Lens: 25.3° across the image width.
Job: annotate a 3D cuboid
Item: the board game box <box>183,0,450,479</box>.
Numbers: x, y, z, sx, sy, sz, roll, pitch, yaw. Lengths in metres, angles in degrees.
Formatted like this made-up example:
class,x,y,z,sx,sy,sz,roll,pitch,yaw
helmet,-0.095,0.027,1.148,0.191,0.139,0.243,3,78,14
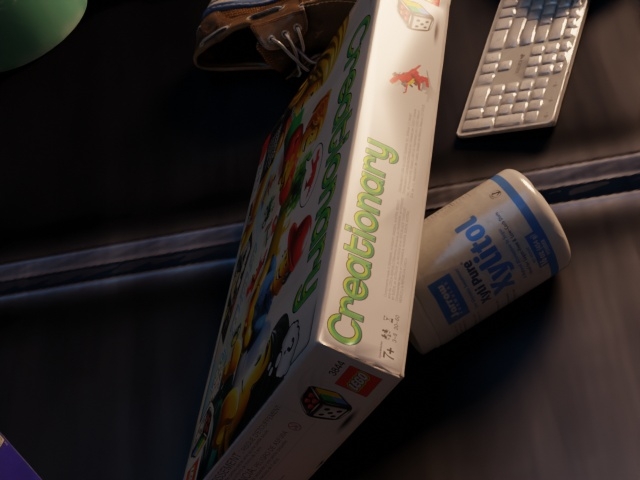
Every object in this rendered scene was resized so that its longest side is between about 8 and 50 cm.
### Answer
class,x,y,z,sx,sy,sz,roll,pitch,yaw
board game box,0.000,0.000,0.839,0.193,0.053,0.305,-53,19,45

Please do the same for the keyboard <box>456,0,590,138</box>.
class,x,y,z,sx,sy,sz,roll,pitch,yaw
keyboard,0.161,-0.169,1.035,0.072,0.014,0.256,-1,47,28

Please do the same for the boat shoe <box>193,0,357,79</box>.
class,x,y,z,sx,sy,sz,roll,pitch,yaw
boat shoe,-0.020,-0.157,1.092,0.183,0.066,0.066,-4,50,39

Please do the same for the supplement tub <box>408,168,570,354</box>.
class,x,y,z,sx,sy,sz,roll,pitch,yaw
supplement tub,0.088,0.012,0.849,0.107,0.071,0.071,-33,41,-4

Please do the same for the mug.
class,x,y,z,sx,sy,sz,roll,pitch,yaw
mug,-0.302,-0.224,1.282,0.157,0.097,0.129,-23,41,6

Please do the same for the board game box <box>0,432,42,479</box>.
class,x,y,z,sx,sy,sz,roll,pitch,yaw
board game box,-0.197,0.220,0.729,0.047,0.160,0.210,6,52,32
